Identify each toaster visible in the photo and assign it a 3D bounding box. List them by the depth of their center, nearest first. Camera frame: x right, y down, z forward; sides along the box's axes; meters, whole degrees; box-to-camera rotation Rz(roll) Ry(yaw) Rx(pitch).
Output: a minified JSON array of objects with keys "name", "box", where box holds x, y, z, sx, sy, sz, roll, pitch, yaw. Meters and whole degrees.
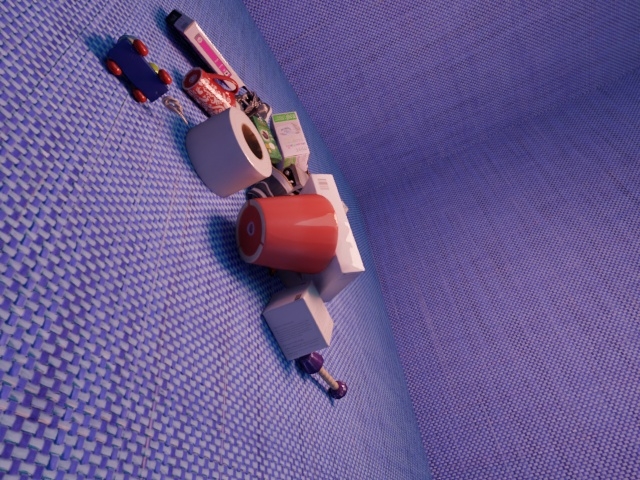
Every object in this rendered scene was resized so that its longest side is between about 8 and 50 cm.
[{"name":"toaster","box":[-0.140,-0.242,1.805,0.185,0.168,0.110,22,49,-68]}]

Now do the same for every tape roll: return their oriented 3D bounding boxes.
[{"name":"tape roll","box":[-0.290,-0.283,1.323,0.246,0.169,0.246,59,16,-30]},{"name":"tape roll","box":[-0.107,0.089,1.594,0.219,0.072,0.219,59,17,-30]}]

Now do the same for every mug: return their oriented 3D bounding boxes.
[{"name":"mug","box":[-0.385,-0.532,1.440,0.113,0.150,0.169,35,0,35]}]

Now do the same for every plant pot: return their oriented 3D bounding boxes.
[{"name":"plant pot","box":[-0.119,-0.026,1.292,0.243,0.275,0.275,3,59,-37]}]

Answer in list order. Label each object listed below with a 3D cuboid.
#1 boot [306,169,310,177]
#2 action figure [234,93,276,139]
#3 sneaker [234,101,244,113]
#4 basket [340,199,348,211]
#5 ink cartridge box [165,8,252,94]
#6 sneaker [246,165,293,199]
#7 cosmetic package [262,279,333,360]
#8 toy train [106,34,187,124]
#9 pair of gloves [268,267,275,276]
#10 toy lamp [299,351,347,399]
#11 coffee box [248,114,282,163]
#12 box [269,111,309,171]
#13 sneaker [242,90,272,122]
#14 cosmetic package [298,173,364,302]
[{"name":"boot","box":[-0.077,-0.289,2.027,0.305,0.112,0.115,50,-36,38]},{"name":"action figure","box":[-0.299,-0.535,1.727,0.164,0.141,0.276,52,-2,46]},{"name":"sneaker","box":[-0.293,-0.388,1.542,0.122,0.110,0.283,0,75,-47]},{"name":"basket","box":[-0.009,-0.188,2.174,0.289,0.201,0.255,40,15,7]},{"name":"ink cartridge box","box":[-0.422,-0.705,1.585,0.176,0.069,0.371,45,2,35]},{"name":"sneaker","box":[-0.226,-0.215,1.611,0.099,0.153,0.282,55,-8,-32]},{"name":"cosmetic package","box":[-0.067,0.254,1.321,0.184,0.151,0.151,64,14,-11]},{"name":"toy train","box":[-0.461,-0.439,1.121,0.248,0.105,0.143,52,7,-44]},{"name":"pair of gloves","box":[-0.185,0.086,1.442,0.083,0.010,0.074,55,19,-28]},{"name":"toy lamp","box":[0.010,0.464,1.422,0.275,0.080,0.080,54,19,-38]},{"name":"coffee box","box":[-0.225,-0.401,1.630,0.184,0.040,0.113,67,23,4]},{"name":"box","box":[-0.150,-0.418,1.897,0.262,0.126,0.231,115,-39,-67]},{"name":"sneaker","box":[-0.313,-0.672,2.005,0.226,0.086,0.163,-94,158,-50]},{"name":"cosmetic package","box":[0.000,0.000,1.450,0.097,0.284,0.377,-3,63,-29]}]
